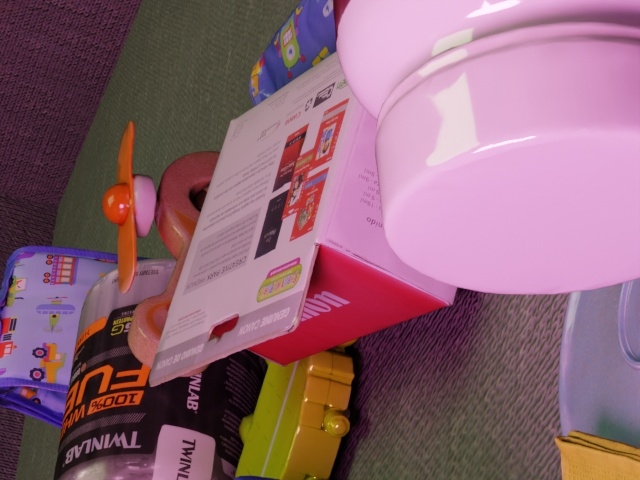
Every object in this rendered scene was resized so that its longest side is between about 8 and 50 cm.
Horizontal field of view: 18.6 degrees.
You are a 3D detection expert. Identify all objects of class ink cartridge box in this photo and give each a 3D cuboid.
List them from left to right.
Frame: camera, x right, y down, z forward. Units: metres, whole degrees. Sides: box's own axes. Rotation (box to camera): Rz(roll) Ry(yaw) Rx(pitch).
[{"bbox_3d":[0.000,0.000,1.634,0.309,0.130,0.272,-25,44,61],"label":"ink cartridge box"}]

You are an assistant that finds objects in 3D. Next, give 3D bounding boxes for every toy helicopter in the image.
[{"bbox_3d":[-0.120,0.009,1.876,0.355,0.235,0.140,-68,2,-58],"label":"toy helicopter"}]

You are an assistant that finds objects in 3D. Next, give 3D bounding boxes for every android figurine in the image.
[{"bbox_3d":[-0.022,0.169,1.813,0.273,0.056,0.248,-150,77,-76],"label":"android figurine"}]

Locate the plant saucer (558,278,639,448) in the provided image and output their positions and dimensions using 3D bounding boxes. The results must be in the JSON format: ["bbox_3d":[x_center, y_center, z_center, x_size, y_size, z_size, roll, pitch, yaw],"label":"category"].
[{"bbox_3d":[0.209,0.029,1.115,0.317,0.043,0.318,-163,90,-76],"label":"plant saucer"}]

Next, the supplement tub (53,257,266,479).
[{"bbox_3d":[-0.164,0.203,2.012,0.207,0.207,0.338,121,159,-47],"label":"supplement tub"}]

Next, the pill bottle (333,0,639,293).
[{"bbox_3d":[0.114,-0.183,1.103,0.224,0.224,0.392,128,144,-56],"label":"pill bottle"}]

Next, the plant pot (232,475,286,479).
[{"bbox_3d":[0.044,0.293,1.100,0.212,0.236,0.236,-138,65,-66],"label":"plant pot"}]

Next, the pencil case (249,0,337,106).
[{"bbox_3d":[0.030,-0.212,1.890,0.306,0.119,0.133,127,132,-55],"label":"pencil case"}]

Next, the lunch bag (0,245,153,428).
[{"bbox_3d":[-0.255,0.117,2.272,0.221,0.293,0.138,-88,20,-44],"label":"lunch bag"}]

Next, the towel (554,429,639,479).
[{"bbox_3d":[0.182,0.165,1.004,0.237,0.021,0.102,-169,78,-69],"label":"towel"}]
